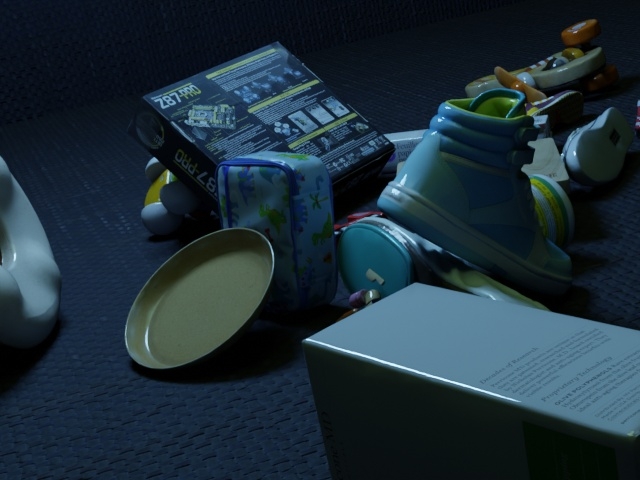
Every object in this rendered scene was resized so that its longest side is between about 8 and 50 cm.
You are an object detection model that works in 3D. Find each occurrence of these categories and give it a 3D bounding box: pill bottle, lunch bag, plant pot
[{"bbox_3d":[0.234,-0.009,1.671,0.208,0.117,0.117,-20,19,-26],"label":"pill bottle"},{"bbox_3d":[-0.064,-0.011,1.695,0.090,0.219,0.176,-16,18,-41],"label":"lunch bag"},{"bbox_3d":[-0.154,0.082,1.621,0.236,0.032,0.236,-24,37,20],"label":"plant pot"}]

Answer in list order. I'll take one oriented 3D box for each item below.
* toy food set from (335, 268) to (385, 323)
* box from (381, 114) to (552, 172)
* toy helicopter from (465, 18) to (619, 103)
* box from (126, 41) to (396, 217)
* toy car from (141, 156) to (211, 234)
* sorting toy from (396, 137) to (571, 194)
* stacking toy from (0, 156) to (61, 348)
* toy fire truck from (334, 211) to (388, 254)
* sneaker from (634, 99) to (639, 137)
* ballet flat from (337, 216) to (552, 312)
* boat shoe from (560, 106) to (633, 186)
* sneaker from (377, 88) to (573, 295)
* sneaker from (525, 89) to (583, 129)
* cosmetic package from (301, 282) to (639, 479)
[{"bbox_3d":[0.044,0.097,1.511,0.019,0.122,0.078,31,4,-22],"label":"toy food set"},{"bbox_3d":[0.268,-0.180,2.284,0.324,0.063,0.067,-6,17,17],"label":"box"},{"bbox_3d":[0.453,-0.348,2.664,0.355,0.140,0.235,-8,23,46],"label":"toy helicopter"},{"bbox_3d":[-0.094,-0.180,2.155,0.318,0.097,0.395,43,40,11],"label":"box"},{"bbox_3d":[-0.236,-0.093,2.192,0.136,0.159,0.182,20,-39,-25],"label":"toy car"},{"bbox_3d":[0.250,-0.068,1.897,0.255,0.089,0.257,-9,18,8],"label":"sorting toy"},{"bbox_3d":[-0.654,0.076,1.766,0.480,0.350,0.350,-26,16,8],"label":"stacking toy"},{"bbox_3d":[0.000,0.000,1.908,0.192,0.047,0.135,-24,20,-38],"label":"toy fire truck"},{"bbox_3d":[0.611,-0.210,2.224,0.118,0.067,0.042,14,-5,-40],"label":"sneaker"},{"bbox_3d":[0.155,0.073,1.489,0.139,0.139,0.400,-18,23,-20],"label":"ballet flat"},{"bbox_3d":[0.444,-0.146,2.033,0.088,0.096,0.267,-34,9,34],"label":"boat shoe"},{"bbox_3d":[0.236,-0.063,1.498,0.319,0.208,0.127,25,4,-39],"label":"sneaker"},{"bbox_3d":[0.440,-0.254,2.404,0.185,0.069,0.084,-23,26,-37],"label":"sneaker"},{"bbox_3d":[0.166,0.171,1.016,0.155,0.197,0.365,-25,20,-35],"label":"cosmetic package"}]
